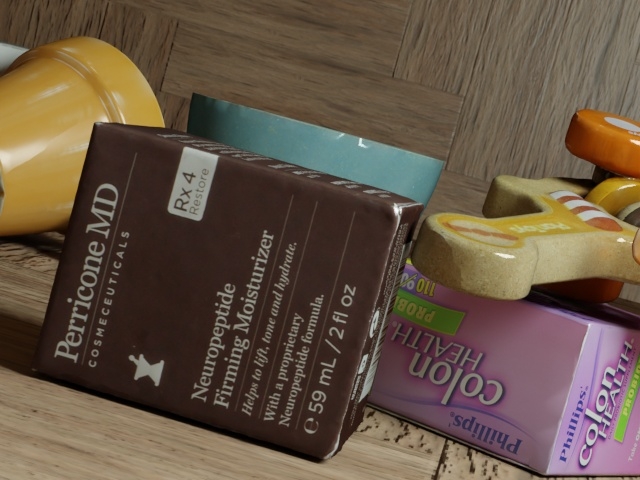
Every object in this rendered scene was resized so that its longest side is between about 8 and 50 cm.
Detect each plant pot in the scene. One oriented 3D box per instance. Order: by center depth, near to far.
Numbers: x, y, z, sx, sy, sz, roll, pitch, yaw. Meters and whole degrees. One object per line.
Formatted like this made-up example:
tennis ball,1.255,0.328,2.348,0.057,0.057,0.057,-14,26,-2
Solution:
plant pot,-0.291,-0.087,1.645,0.205,0.205,0.188,18,27,34
plant pot,-0.028,-0.035,1.828,0.290,0.195,0.290,16,4,-1

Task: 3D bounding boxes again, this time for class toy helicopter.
toy helicopter,0.201,0.011,1.182,0.235,0.140,0.355,30,22,34

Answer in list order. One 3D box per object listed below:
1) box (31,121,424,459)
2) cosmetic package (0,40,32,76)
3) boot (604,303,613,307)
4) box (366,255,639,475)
box,-0.054,0.028,1.084,0.203,0.169,0.167,16,5,7
cosmetic package,-0.464,-0.157,1.880,0.365,0.197,0.155,16,5,33
boot,0.299,0.078,1.785,0.208,0.076,0.189,42,-15,1
box,0.168,0.099,1.309,0.213,0.117,0.243,19,6,38
